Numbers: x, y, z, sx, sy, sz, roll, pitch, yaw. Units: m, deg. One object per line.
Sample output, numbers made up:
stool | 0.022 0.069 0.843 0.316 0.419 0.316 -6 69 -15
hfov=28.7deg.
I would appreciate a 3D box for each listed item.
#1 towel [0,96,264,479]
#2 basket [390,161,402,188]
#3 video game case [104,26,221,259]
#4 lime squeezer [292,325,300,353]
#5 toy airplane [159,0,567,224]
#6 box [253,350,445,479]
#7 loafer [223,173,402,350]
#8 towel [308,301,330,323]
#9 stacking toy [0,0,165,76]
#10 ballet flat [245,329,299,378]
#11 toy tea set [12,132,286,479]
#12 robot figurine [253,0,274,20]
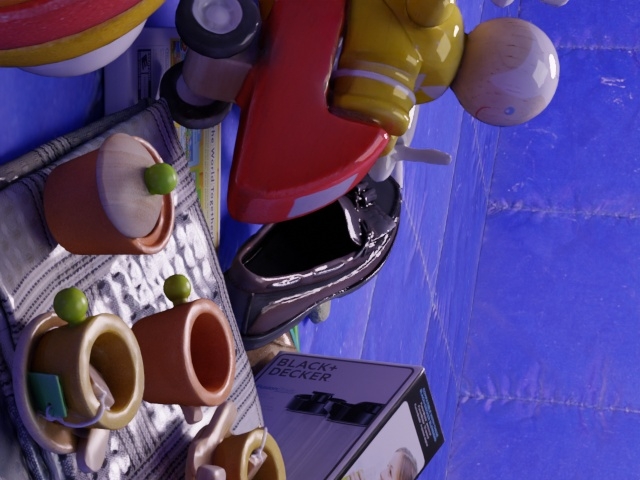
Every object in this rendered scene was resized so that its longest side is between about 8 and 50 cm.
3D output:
towel | -0.137 0.081 0.860 0.324 0.056 0.312 -44 124 -60
basket | 0.047 -0.139 1.488 0.167 0.103 0.113 -81 169 -63
video game case | -0.130 -0.066 1.059 0.206 0.026 0.227 -30 123 -71
lime squeezer | -0.036 -0.004 1.354 0.110 0.058 0.310 99 -6 -52
toy airplane | 0.077 -0.200 1.005 0.384 0.272 0.386 -58 180 20
box | -0.037 0.215 1.066 0.290 0.169 0.087 -43 125 -43
loafer | 0.000 0.000 1.228 0.302 0.109 0.095 -39 162 -43
towel | 0.004 0.019 1.572 0.110 0.027 0.148 75 25 -50
stacking toy | -0.157 -0.193 0.570 0.480 0.350 0.351 115 -16 -77
ballet flat | -0.046 0.225 1.281 0.124 0.116 0.342 -53 139 -40
toy tea set | -0.077 0.096 0.787 0.200 0.124 0.336 -63 138 -55
robot figurine | -0.033 -0.194 1.260 0.291 0.085 0.211 78 23 -44
